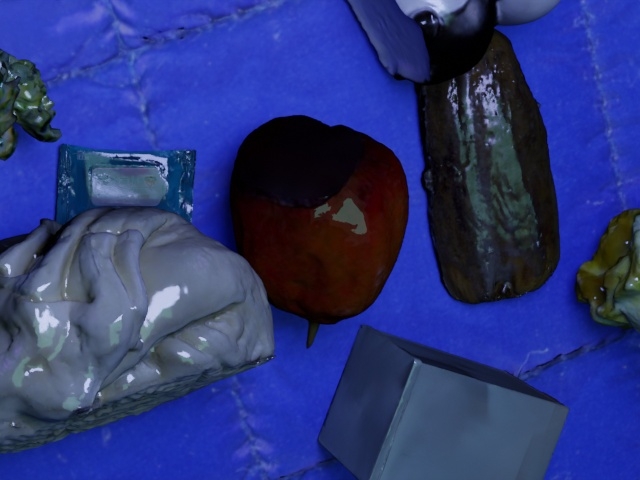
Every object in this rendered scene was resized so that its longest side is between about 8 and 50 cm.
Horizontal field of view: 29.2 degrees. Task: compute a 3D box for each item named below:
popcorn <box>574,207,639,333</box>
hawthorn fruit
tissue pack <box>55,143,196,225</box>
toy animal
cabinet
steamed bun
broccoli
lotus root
[{"bbox_3d":[0.405,0.036,1.393,0.184,0.221,0.204,26,84,-2],"label":"popcorn"},{"bbox_3d":[0.000,0.000,1.247,0.190,0.189,0.251,-9,109,-19],"label":"hawthorn fruit"},{"bbox_3d":[-0.197,-0.054,1.245,0.138,0.028,0.085,2,98,-17],"label":"tissue pack"},{"bbox_3d":[0.150,-0.281,1.248,0.235,0.165,0.187,-36,69,-5],"label":"toy animal"},{"bbox_3d":[0.134,0.206,1.366,0.206,0.145,0.150,19,94,-24],"label":"cabinet"},{"bbox_3d":[-0.218,0.070,1.152,0.320,0.275,0.206,-7,73,-45],"label":"steamed bun"},{"bbox_3d":[-0.341,-0.086,1.134,0.199,0.177,0.274,-36,139,-30],"label":"broccoli"},{"bbox_3d":[0.198,-0.081,1.364,0.167,0.078,0.329,-19,108,-18],"label":"lotus root"}]
